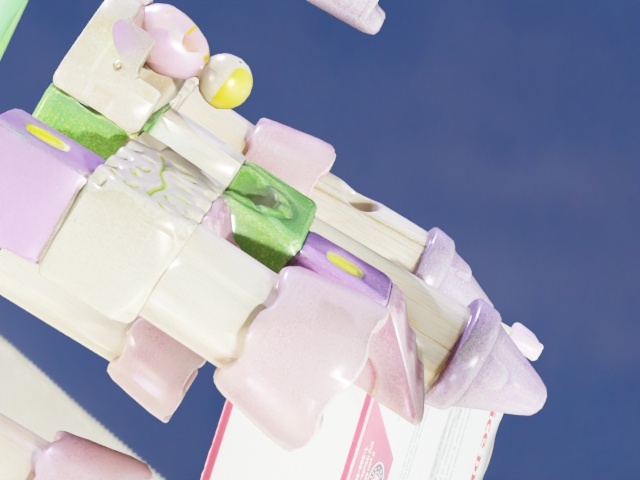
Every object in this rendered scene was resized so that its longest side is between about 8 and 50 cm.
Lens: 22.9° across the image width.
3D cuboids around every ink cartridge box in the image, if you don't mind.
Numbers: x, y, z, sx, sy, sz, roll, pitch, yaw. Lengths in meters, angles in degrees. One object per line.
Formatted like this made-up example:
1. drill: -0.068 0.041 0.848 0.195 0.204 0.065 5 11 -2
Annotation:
1. ink cartridge box: 0.035 0.115 1.047 0.100 0.237 0.172 14 -99 26

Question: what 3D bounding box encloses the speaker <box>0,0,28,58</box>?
1. speaker: -0.135 -0.141 0.525 0.131 0.131 0.296 15 -122 2

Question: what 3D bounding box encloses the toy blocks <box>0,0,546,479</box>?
1. toy blocks: 0.000 0.000 0.683 0.260 0.288 0.309 32 -76 -3
